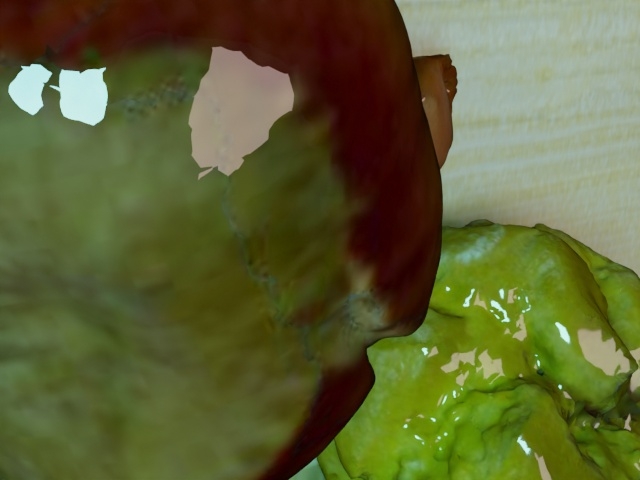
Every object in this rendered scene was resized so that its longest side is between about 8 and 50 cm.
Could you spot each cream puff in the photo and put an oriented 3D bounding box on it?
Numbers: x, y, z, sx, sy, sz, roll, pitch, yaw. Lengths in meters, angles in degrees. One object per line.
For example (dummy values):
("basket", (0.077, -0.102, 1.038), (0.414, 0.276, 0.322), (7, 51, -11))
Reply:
("cream puff", (0.180, 0.169, 1.403), (0.378, 0.275, 0.378), (-17, 114, -44))

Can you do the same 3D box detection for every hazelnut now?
("hazelnut", (-0.102, -0.042, 0.942), (0.359, 0.359, 0.409), (-49, 144, -26))

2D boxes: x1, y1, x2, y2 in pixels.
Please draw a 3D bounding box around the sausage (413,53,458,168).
("sausage", (0.000, 0.000, 1.268), (0.348, 0.094, 0.097), (-59, 153, -19))
